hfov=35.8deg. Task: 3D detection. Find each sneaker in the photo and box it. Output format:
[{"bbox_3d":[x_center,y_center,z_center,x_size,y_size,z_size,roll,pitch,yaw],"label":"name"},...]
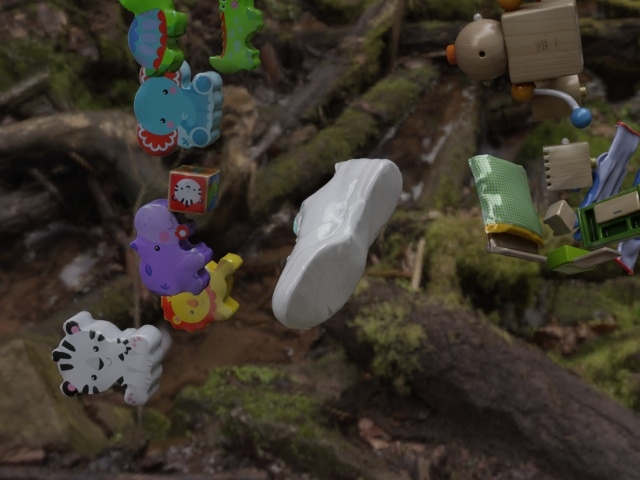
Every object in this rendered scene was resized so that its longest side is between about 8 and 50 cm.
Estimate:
[{"bbox_3d":[0.000,0.000,1.030,0.094,0.080,0.212,13,56,38],"label":"sneaker"}]

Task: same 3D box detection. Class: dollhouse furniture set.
[{"bbox_3d":[0.180,-0.022,0.722,0.151,0.076,0.058,11,-25,-41],"label":"dollhouse furniture set"}]

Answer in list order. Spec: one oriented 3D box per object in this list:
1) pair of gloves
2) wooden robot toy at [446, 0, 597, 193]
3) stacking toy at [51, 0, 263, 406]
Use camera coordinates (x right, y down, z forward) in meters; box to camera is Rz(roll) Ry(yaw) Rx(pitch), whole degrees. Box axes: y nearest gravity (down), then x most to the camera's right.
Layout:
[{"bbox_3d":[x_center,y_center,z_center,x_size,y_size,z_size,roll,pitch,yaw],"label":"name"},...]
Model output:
[{"bbox_3d":[0.381,-0.052,1.234,0.023,0.198,0.159,20,83,50],"label":"pair of gloves"},{"bbox_3d":[0.117,-0.112,0.597,0.079,0.173,0.076,-8,22,14],"label":"wooden robot toy"},{"bbox_3d":[-0.081,-0.036,0.537,0.052,0.221,0.167,8,13,9],"label":"stacking toy"}]
